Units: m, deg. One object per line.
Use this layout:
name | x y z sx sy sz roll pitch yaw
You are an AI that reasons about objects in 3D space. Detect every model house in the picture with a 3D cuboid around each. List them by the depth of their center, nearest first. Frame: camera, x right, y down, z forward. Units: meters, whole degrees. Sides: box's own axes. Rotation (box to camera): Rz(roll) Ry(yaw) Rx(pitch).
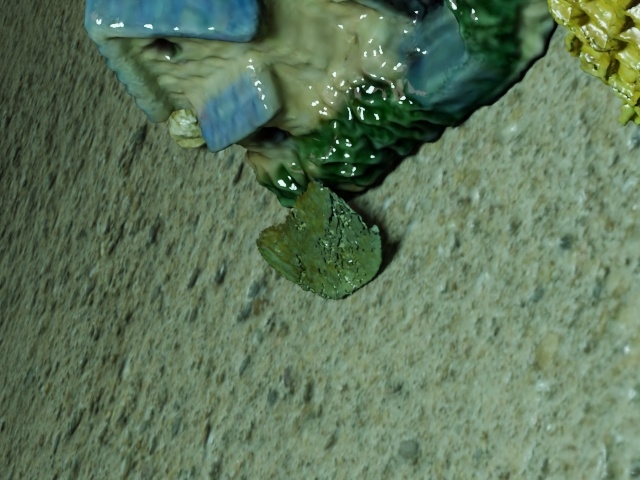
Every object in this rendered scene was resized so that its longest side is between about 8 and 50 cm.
model house | -0.039 -0.310 1.459 0.445 0.400 0.395 -27 49 49

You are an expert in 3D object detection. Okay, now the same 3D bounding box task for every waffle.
waffle | 0.251 -0.170 1.076 0.059 0.243 0.238 -45 31 -11

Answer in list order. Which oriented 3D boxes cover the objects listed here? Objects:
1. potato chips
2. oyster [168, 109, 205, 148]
potato chips | 0.000 0.000 1.518 0.209 0.026 0.142 11 118 49
oyster | -0.131 -0.275 1.894 0.166 0.094 0.294 -29 43 60
